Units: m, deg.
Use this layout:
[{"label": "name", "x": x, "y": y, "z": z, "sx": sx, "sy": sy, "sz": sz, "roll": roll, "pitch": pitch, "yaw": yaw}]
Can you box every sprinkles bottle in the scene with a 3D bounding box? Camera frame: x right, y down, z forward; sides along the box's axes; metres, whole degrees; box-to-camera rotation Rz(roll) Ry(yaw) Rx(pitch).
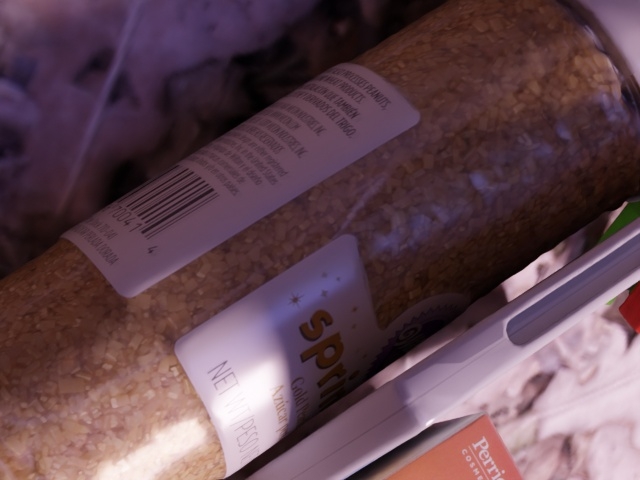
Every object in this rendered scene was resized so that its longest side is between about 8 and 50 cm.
[{"label": "sprinkles bottle", "x": 0.000, "y": 0.000, "z": 0.729, "sx": 0.355, "sy": 0.121, "sz": 0.121, "roll": -33, "pitch": 127, "yaw": -16}]

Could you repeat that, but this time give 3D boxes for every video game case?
[{"label": "video game case", "x": 0.064, "y": 0.049, "z": 0.751, "sx": 0.193, "sy": 0.212, "sz": 0.023, "roll": -31, "pitch": 84, "yaw": -29}]

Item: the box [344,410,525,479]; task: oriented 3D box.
[{"label": "box", "x": 0.023, "y": 0.175, "z": 0.807, "sx": 0.170, "sy": 0.091, "sz": 0.130, "roll": -31, "pitch": 91, "yaw": -25}]

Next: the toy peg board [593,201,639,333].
[{"label": "toy peg board", "x": 0.216, "y": 0.038, "z": 0.881, "sx": 0.161, "sy": 0.161, "sz": 0.079, "roll": 13, "pitch": 121, "yaw": -38}]
